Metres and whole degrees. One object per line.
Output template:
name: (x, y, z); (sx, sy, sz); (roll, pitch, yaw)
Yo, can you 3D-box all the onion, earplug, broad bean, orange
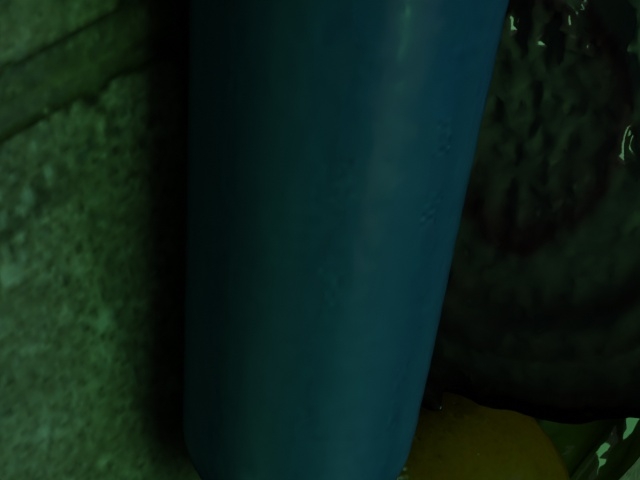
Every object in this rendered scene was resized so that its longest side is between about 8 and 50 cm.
onion: (0.161, -0.056, 0.700); (0.146, 0.280, 0.314); (4, 102, -66)
earplug: (0.000, 0.000, 0.631); (0.132, 0.132, 0.273); (-16, 120, -46)
broad bean: (0.187, 0.082, 0.923); (0.207, 0.072, 0.153); (-53, 137, -21)
orange: (0.064, 0.152, 0.764); (0.156, 0.124, 0.156); (-23, 119, -47)
